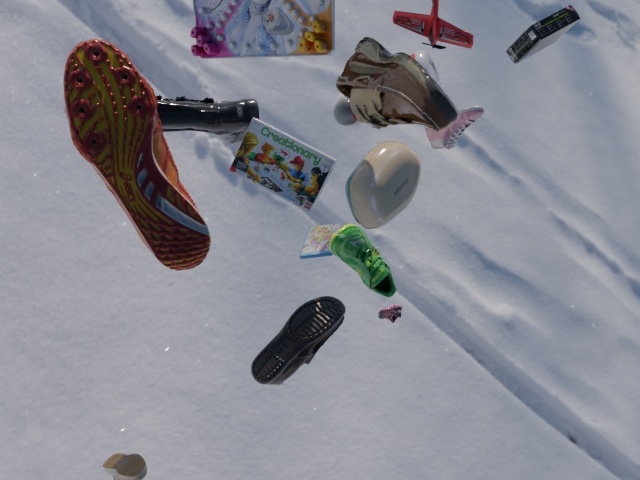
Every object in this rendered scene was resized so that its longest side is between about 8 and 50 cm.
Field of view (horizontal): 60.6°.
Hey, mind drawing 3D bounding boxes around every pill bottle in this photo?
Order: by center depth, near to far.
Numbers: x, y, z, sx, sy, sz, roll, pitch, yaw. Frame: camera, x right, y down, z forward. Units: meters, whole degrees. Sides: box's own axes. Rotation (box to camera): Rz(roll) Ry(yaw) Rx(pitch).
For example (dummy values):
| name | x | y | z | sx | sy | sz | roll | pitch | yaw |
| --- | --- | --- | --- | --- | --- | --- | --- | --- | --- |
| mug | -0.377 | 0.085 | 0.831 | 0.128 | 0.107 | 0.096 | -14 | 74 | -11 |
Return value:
| name | x | y | z | sx | sy | sz | roll | pitch | yaw |
| --- | --- | --- | --- | --- | --- | --- | --- | --- | --- |
| pill bottle | 0.226 | -0.486 | 1.811 | 0.181 | 0.323 | 0.181 | 41 | 41 | -48 |

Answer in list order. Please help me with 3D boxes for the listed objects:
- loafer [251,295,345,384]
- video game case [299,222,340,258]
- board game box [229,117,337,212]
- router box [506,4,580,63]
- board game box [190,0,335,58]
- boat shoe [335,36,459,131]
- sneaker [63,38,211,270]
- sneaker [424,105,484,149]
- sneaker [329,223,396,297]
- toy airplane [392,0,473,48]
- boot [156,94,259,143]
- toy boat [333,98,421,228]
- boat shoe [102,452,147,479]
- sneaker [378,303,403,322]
| name | x | y | z | sx | sy | sz | roll | pitch | yaw |
| --- | --- | --- | --- | --- | --- | --- | --- | --- | --- |
| loafer | -0.064 | 0.326 | 1.774 | 0.366 | 0.130 | 0.134 | -40 | 54 | -4 |
| video game case | 0.000 | 0.000 | 1.916 | 0.166 | 0.119 | 0.015 | -74 | 151 | -48 |
| board game box | -0.123 | -0.247 | 1.796 | 0.305 | 0.192 | 0.053 | 28 | 13 | 4 |
| router box | 0.461 | -0.427 | 1.137 | 0.123 | 0.092 | 0.038 | -31 | 84 | -18 |
| board game box | -0.153 | -0.626 | 1.261 | 0.050 | 0.390 | 0.389 | -32 | 126 | -58 |
| boat shoe | 0.114 | -0.239 | 0.912 | 0.123 | 0.120 | 0.324 | 37 | 12 | -30 |
| sneaker | -0.138 | -0.057 | 0.403 | 0.064 | 0.067 | 0.175 | -25 | 111 | -18 |
| sneaker | 0.290 | -0.234 | 1.167 | 0.051 | 0.134 | 0.070 | 0 | 77 | -53 |
| sneaker | 0.133 | 0.058 | 1.520 | 0.109 | 0.123 | 0.295 | -48 | 131 | -3 |
| toy airplane | 0.184 | -0.369 | 0.896 | 0.151 | 0.151 | 0.028 | 35 | 76 | -10 |
| boot | -0.479 | -0.414 | 1.906 | 0.446 | 0.367 | 0.146 | -9 | 90 | -24 |
| toy boat | 0.132 | -0.204 | 1.368 | 0.267 | 0.148 | 0.318 | -40 | 124 | -37 |
| boat shoe | -0.451 | 0.545 | 1.295 | 0.063 | 0.170 | 0.059 | -41 | 111 | -40 |
| sneaker | 0.246 | 0.267 | 1.942 | 0.047 | 0.119 | 0.057 | 13 | 62 | -28 |
